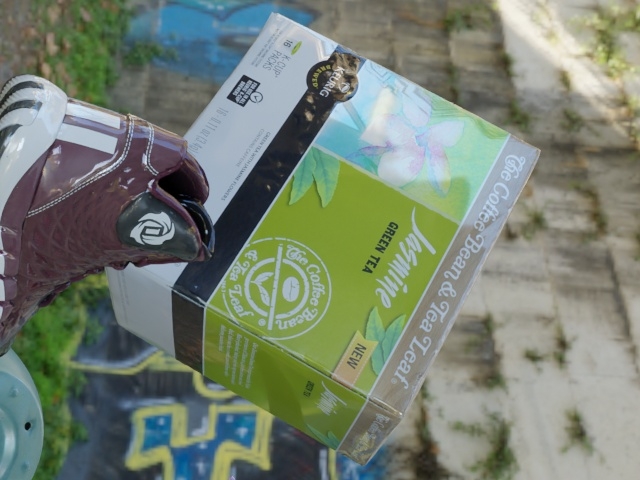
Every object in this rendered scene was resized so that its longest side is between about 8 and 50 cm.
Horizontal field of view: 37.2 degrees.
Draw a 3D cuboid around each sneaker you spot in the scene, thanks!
[{"bbox_3d":[-0.164,0.014,0.674,0.281,0.162,0.106,124,-29,-48],"label":"sneaker"}]

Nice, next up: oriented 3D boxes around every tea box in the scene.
[{"bbox_3d":[0.000,0.000,1.001,0.329,0.323,0.220,-59,174,-25],"label":"tea box"}]

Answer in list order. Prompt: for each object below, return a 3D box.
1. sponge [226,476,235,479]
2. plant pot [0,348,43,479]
[{"bbox_3d":[-0.157,0.382,1.238,0.031,0.117,0.210,57,-21,29],"label":"sponge"},{"bbox_3d":[-0.448,0.204,1.048,0.293,0.235,0.293,-14,108,-50],"label":"plant pot"}]
